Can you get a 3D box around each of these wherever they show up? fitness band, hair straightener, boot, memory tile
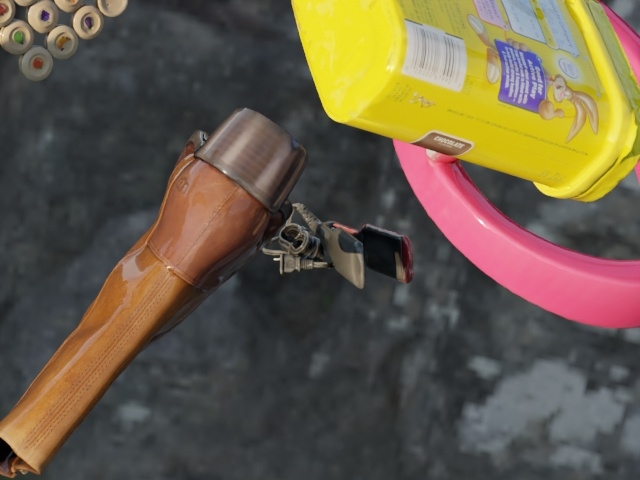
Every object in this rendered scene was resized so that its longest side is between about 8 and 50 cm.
[{"bbox_3d":[0.139,-0.067,1.153,0.209,0.054,0.290,19,39,-23],"label":"fitness band"},{"bbox_3d":[0.000,0.000,1.628,0.089,0.047,0.230,-8,16,-18],"label":"hair straightener"},{"bbox_3d":[-0.123,0.056,1.321,0.096,0.280,0.264,38,-12,-10],"label":"boot"},{"bbox_3d":[-0.277,-0.247,2.006,0.148,0.113,0.012,-44,34,-19],"label":"memory tile"}]

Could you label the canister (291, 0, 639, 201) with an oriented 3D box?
[{"bbox_3d":[0.076,-0.095,0.995,0.170,0.073,0.126,15,44,-35],"label":"canister"}]
